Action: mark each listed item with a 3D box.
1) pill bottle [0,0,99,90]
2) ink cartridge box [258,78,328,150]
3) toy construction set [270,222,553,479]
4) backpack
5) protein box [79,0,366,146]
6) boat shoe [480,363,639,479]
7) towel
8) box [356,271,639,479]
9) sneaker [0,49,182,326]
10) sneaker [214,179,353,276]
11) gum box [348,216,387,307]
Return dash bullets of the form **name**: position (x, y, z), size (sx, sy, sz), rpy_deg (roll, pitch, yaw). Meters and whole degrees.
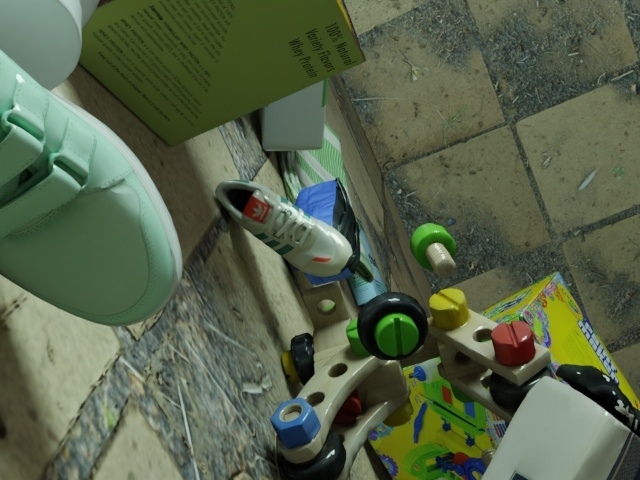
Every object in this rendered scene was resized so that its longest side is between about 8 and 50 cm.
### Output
- **pill bottle**: position (-0.176, -0.167, 0.448), size (0.108, 0.107, 0.180), rpy_deg (54, 17, -53)
- **ink cartridge box**: position (-0.048, -0.259, 1.192), size (0.219, 0.092, 0.160), rpy_deg (-100, -169, -48)
- **toy construction set**: position (0.100, 0.142, 0.802), size (0.309, 0.257, 0.237), rpy_deg (43, 11, -20)
- **backpack**: position (0.000, 0.000, 1.024), size (0.120, 0.101, 0.098), rpy_deg (-91, 155, -53)
- **protein box**: position (-0.097, -0.213, 0.683), size (0.200, 0.201, 0.136), rpy_deg (47, 24, -64)
- **boat shoe**: position (0.174, 0.280, 0.648), size (0.158, 0.341, 0.127), rpy_deg (37, -3, -24)
- **towel**: position (-0.003, -0.115, 1.336), size (0.248, 0.038, 0.325), rpy_deg (44, 25, -47)
- **box**: position (0.240, 0.243, 1.027), size (0.290, 0.279, 0.177), rpy_deg (59, 33, 2)
- **sneaker**: position (-0.150, -0.023, 0.309), size (0.256, 0.094, 0.151), rpy_deg (51, 12, -30)
- **sneaker**: position (-0.043, -0.014, 0.824), size (0.161, 0.057, 0.075), rpy_deg (34, 5, 27)
- **gum box**: position (0.072, 0.038, 1.487), size (0.157, 0.041, 0.184), rpy_deg (36, 32, -70)
